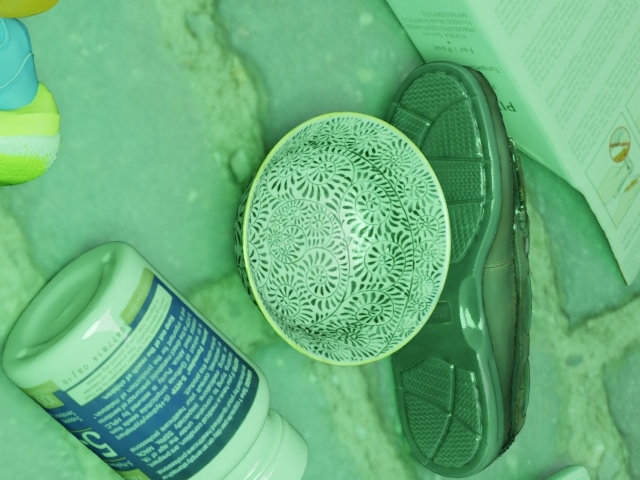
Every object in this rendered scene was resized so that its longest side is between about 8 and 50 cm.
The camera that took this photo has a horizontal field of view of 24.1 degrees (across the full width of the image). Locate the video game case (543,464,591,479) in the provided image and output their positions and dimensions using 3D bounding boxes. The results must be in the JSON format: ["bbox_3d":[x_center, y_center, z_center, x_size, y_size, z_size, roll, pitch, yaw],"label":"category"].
[{"bbox_3d":[0.146,0.307,1.104,0.227,0.026,0.206,-25,97,-29],"label":"video game case"}]

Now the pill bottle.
[{"bbox_3d":[-0.098,0.099,0.946,0.186,0.112,0.112,46,66,-23],"label":"pill bottle"}]

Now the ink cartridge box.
[{"bbox_3d":[0.221,-0.199,1.205,0.308,0.091,0.385,-56,133,-22],"label":"ink cartridge box"}]

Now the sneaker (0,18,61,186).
[{"bbox_3d":[-0.271,-0.099,0.867,0.240,0.091,0.126,5,68,-33],"label":"sneaker"}]

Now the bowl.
[{"bbox_3d":[0.000,0.000,1.033,0.170,0.080,0.170,1,88,-33],"label":"bowl"}]

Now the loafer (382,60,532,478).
[{"bbox_3d":[0.105,0.018,1.104,0.095,0.109,0.302,-13,102,-52],"label":"loafer"}]

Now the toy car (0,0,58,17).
[{"bbox_3d":[-0.254,-0.159,0.776,0.238,0.210,0.219,27,57,-30],"label":"toy car"}]
